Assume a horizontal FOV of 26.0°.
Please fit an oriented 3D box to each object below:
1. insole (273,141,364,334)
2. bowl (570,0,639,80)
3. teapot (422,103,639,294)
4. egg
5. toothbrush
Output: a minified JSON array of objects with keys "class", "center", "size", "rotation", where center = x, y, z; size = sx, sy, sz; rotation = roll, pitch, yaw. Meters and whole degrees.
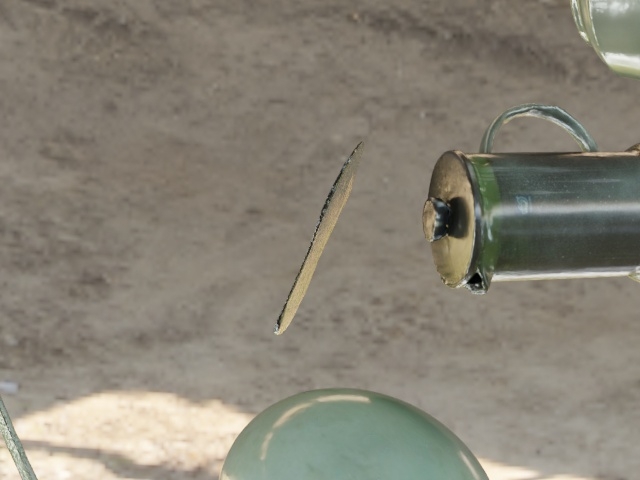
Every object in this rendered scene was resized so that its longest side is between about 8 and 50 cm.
[{"class":"insole","center":[0.000,0.000,2.103],"size":[0.009,0.119,0.348],"rotation":[29,116,11]},{"class":"bowl","center":[0.319,-0.250,1.364],"size":[0.112,0.211,0.211],"rotation":[2,161,38]},{"class":"teapot","center":[0.299,-0.060,1.869],"size":[0.337,0.270,0.200],"rotation":[-2,160,-16]},{"class":"egg","center":[0.049,0.308,1.504],"size":[0.276,0.276,0.389],"rotation":[-14,145,30]},{"class":"toothbrush","center":[-0.338,0.146,1.402],"size":[0.028,0.294,0.026],"rotation":[-15,155,-45]}]
